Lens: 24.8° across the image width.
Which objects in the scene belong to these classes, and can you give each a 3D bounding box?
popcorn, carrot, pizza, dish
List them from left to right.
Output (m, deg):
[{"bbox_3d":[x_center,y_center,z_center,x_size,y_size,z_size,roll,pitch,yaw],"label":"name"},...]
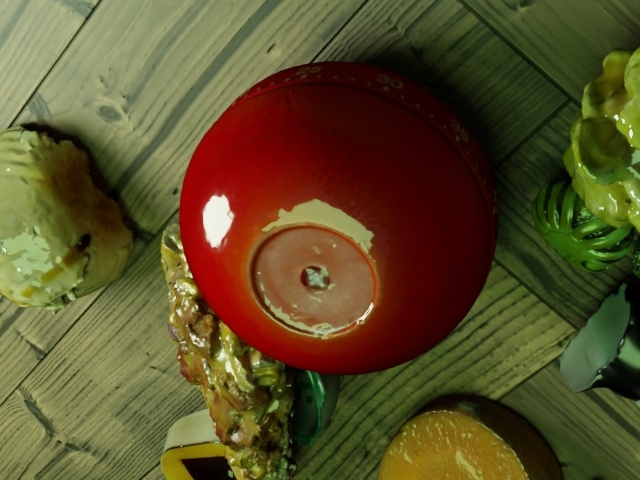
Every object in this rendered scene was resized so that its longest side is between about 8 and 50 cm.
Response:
[{"bbox_3d":[-0.122,0.172,1.981,0.278,0.114,0.408,23,134,63],"label":"pizza"},{"bbox_3d":[-0.032,0.156,1.999,0.224,0.078,0.246,-9,104,65],"label":"dish"},{"bbox_3d":[0.212,0.351,2.058,0.258,0.100,0.307,9,120,21],"label":"carrot"},{"bbox_3d":[0.374,-0.100,1.546,0.242,0.235,0.250,16,145,-11],"label":"popcorn"}]

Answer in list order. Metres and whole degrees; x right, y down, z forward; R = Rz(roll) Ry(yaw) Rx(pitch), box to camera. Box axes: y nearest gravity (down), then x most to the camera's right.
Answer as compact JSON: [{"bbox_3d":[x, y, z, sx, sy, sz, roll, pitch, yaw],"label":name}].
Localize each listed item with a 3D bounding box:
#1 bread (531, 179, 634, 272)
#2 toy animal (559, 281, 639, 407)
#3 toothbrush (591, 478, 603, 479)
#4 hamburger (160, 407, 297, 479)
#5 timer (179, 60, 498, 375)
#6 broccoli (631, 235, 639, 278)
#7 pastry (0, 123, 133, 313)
[{"bbox_3d":[0.308,-0.015,1.709,0.130,0.071,0.139,46,164,-14],"label":"bread"},{"bbox_3d":[0.409,0.145,1.783,0.179,0.138,0.166,26,152,-6],"label":"toy animal"},{"bbox_3d":[0.455,0.470,2.067,0.025,0.030,0.342,-15,117,33],"label":"toothbrush"},{"bbox_3d":[-0.140,0.329,2.187,0.210,0.116,0.173,-18,108,38],"label":"hamburger"},{"bbox_3d":[0.020,-0.021,1.722,0.378,0.279,0.378,8,121,13],"label":"timer"},{"bbox_3d":[0.410,0.023,1.710,0.092,0.095,0.097,28,125,20],"label":"broccoli"},{"bbox_3d":[-0.412,-0.014,2.009,0.237,0.170,0.256,-18,111,31],"label":"pastry"}]
